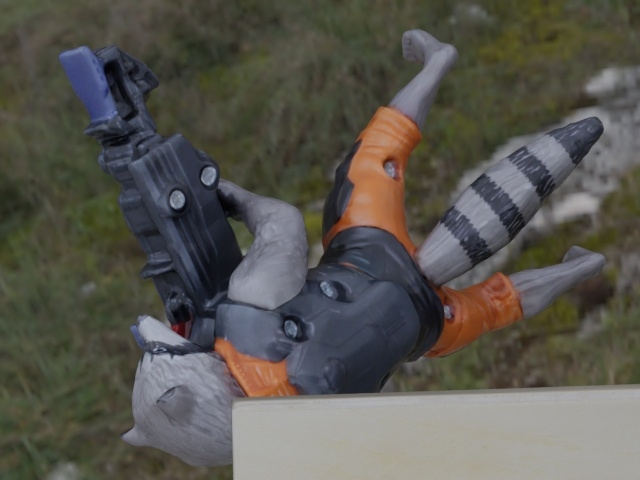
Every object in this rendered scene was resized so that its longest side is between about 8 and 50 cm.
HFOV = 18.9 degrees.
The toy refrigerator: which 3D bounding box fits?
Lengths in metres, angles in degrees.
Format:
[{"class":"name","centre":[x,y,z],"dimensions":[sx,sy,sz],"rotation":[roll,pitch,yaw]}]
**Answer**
[{"class":"toy refrigerator","centre":[0.096,0.112,0.847],"dimensions":[0.270,0.102,0.094],"rotation":[-1,87,-4]}]

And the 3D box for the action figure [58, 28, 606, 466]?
[{"class":"action figure","centre":[0.000,0.000,1.149],"dimensions":[0.330,0.341,0.178],"rotation":[-42,23,-28]}]
